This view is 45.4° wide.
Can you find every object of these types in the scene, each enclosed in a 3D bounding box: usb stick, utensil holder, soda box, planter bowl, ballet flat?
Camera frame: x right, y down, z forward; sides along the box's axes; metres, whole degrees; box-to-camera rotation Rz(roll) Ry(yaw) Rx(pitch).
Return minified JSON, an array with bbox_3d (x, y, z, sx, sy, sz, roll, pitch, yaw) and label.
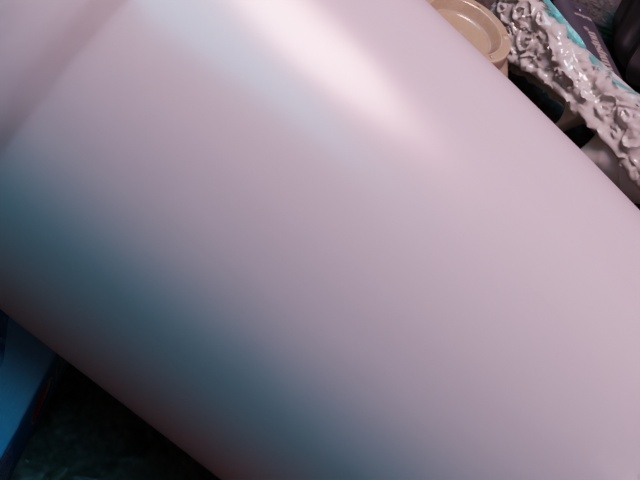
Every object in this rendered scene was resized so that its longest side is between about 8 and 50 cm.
[{"bbox_3d":[0.380,-0.244,1.074,0.077,0.045,0.278,5,51,-16],"label":"usb stick"},{"bbox_3d":[0.000,0.000,0.501,0.385,0.327,0.327,41,49,-6],"label":"utensil holder"},{"bbox_3d":[-0.225,0.076,0.570,0.071,0.067,0.210,20,48,-5],"label":"soda box"},{"bbox_3d":[0.114,-0.167,0.737,0.162,0.109,0.162,12,53,-16],"label":"planter bowl"},{"bbox_3d":[0.325,-0.146,0.928,0.147,0.147,0.408,-16,58,-30],"label":"ballet flat"}]

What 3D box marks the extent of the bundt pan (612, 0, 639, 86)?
[{"bbox_3d":[0.572,-0.271,1.118,0.331,0.124,0.330,10,50,-12],"label":"bundt pan"}]
